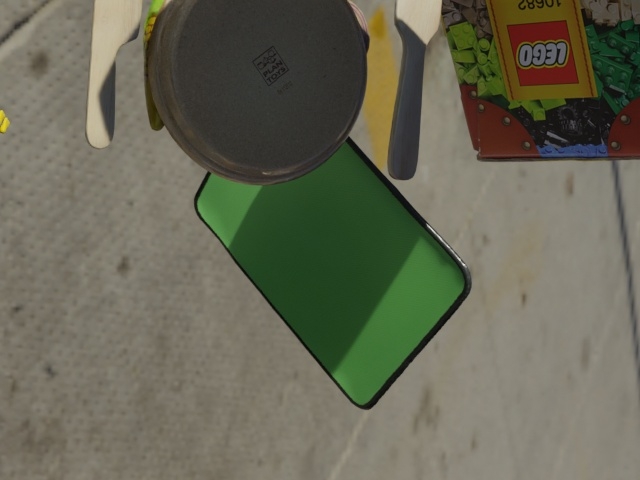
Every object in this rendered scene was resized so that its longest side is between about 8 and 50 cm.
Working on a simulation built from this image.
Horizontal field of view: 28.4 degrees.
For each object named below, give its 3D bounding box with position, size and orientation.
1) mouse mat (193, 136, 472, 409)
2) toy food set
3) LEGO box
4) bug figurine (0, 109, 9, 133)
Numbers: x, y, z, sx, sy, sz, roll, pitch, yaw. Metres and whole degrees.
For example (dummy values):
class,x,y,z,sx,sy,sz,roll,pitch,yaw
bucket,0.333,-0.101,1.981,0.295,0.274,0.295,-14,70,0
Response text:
class,x,y,z,sx,sy,sz,roll,pitch,yaw
mouse mat,0.000,0.000,0.787,0.007,0.190,0.153,-25,158,-42
toy food set,-0.033,-0.095,0.665,0.192,0.038,0.133,6,92,-25
LEGO box,0.287,-0.343,1.119,0.500,0.193,0.373,-42,123,-43
bug figurine,-0.477,-0.084,1.534,0.216,0.072,0.279,70,27,-47
